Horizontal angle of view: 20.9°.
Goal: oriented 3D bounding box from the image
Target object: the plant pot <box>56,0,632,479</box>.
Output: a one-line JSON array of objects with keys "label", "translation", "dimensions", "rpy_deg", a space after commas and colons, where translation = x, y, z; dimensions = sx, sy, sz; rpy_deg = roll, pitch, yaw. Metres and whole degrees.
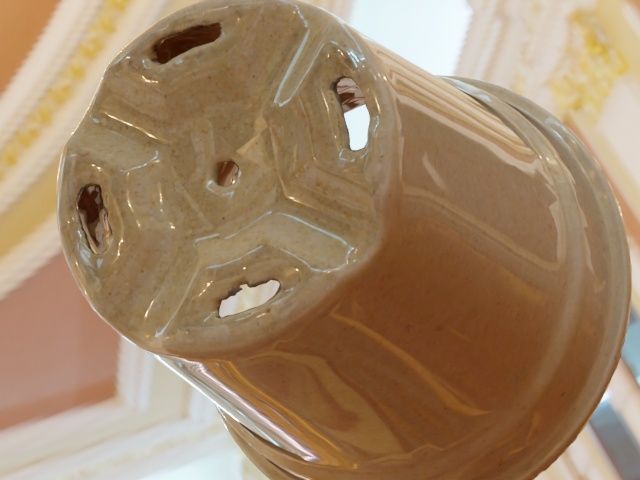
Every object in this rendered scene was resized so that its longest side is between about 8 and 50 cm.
[{"label": "plant pot", "translation": [0.000, 0.000, 1.119], "dimensions": [0.334, 0.334, 0.305], "rpy_deg": [-35, -27, 12]}]
